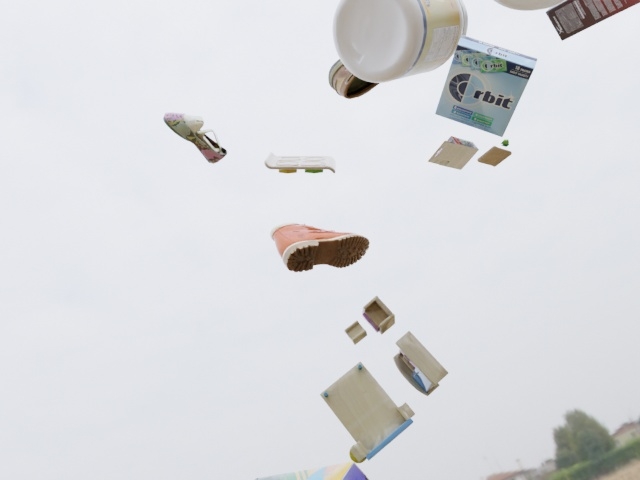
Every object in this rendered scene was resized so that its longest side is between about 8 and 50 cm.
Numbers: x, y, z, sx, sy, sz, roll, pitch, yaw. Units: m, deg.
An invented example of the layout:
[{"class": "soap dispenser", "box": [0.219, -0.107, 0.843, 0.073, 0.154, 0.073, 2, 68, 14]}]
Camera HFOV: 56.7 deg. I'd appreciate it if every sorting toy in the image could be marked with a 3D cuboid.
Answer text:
[{"class": "sorting toy", "box": [-0.058, -0.229, 1.790, 0.208, 0.193, 0.038, 5, -73, 0]}, {"class": "sorting toy", "box": [0.405, -0.200, 1.348, 0.062, 0.012, 0.083, 11, -36, -35]}]

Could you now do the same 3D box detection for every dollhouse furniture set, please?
[{"class": "dollhouse furniture set", "box": [0.121, 0.361, 1.494, 0.303, 0.286, 0.198, -38, -20, -12]}]

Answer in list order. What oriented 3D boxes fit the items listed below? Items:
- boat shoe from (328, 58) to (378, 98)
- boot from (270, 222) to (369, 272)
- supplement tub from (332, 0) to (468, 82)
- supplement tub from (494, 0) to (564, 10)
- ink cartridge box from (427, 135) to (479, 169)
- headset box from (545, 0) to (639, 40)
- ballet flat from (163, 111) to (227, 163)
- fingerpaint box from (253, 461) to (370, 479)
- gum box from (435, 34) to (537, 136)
[{"class": "boat shoe", "box": [0.178, -0.502, 1.659, 0.324, 0.120, 0.122, -35, -43, 11]}, {"class": "boot", "box": [0.000, 0.000, 0.909, 0.158, 0.084, 0.059, -2, -57, -34]}, {"class": "supplement tub", "box": [0.202, -0.510, 1.422, 0.316, 0.228, 0.228, -29, -17, -48]}, {"class": "supplement tub", "box": [0.281, -0.408, 0.760, 0.117, 0.190, 0.117, 12, -5, 1]}, {"class": "ink cartridge box", "box": [0.278, -0.189, 1.267, 0.115, 0.029, 0.063, 6, -45, -39]}, {"class": "headset box", "box": [0.854, -0.739, 1.745, 0.218, 0.110, 0.293, -44, 15, -27]}, {"class": "ballet flat", "box": [-0.344, -0.302, 1.678, 0.079, 0.077, 0.221, -27, -42, 18]}, {"class": "fingerpaint box", "box": [0.060, 0.603, 0.982, 0.163, 0.445, 0.371, -42, 3, -38]}, {"class": "gum box", "box": [0.338, -0.317, 1.235, 0.184, 0.157, 0.041, 100, -165, -53]}]
